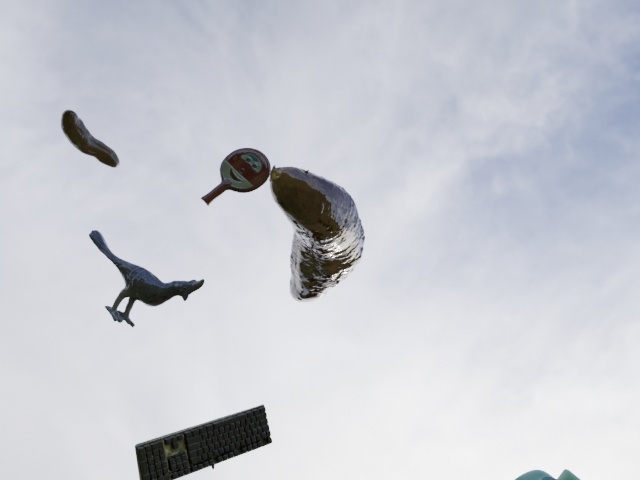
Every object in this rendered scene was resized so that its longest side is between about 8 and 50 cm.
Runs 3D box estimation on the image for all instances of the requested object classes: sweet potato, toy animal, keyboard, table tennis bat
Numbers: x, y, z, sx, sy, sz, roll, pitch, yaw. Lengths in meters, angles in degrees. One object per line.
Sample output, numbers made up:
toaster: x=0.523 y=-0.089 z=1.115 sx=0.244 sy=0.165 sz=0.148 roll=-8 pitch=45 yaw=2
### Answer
sweet potato: x=-0.516 y=-0.218 z=1.470 sx=0.053 sy=0.054 sz=0.182 roll=18 pitch=-22 yaw=39
sweet potato: x=0.003 y=-0.002 z=0.864 sx=0.114 sy=0.092 sz=0.341 roll=-15 pitch=-25 yaw=-6
toy animal: x=-0.506 y=0.130 z=1.807 sx=0.367 sy=0.081 sz=0.206 roll=23 pitch=-91 yaw=15
keyboard: x=-0.243 y=0.446 z=1.434 sx=0.317 sy=0.106 sz=0.027 roll=-10 pitch=-2 yaw=-37
table tennis bat: x=-0.167 y=-0.121 z=1.289 sx=0.154 sy=0.098 sz=0.019 roll=-41 pitch=-17 yaw=-16

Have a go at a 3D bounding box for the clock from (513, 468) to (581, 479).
clock: x=0.250 y=0.349 z=0.808 sx=0.211 sy=0.066 sz=0.159 roll=30 pitch=-84 yaw=-48
